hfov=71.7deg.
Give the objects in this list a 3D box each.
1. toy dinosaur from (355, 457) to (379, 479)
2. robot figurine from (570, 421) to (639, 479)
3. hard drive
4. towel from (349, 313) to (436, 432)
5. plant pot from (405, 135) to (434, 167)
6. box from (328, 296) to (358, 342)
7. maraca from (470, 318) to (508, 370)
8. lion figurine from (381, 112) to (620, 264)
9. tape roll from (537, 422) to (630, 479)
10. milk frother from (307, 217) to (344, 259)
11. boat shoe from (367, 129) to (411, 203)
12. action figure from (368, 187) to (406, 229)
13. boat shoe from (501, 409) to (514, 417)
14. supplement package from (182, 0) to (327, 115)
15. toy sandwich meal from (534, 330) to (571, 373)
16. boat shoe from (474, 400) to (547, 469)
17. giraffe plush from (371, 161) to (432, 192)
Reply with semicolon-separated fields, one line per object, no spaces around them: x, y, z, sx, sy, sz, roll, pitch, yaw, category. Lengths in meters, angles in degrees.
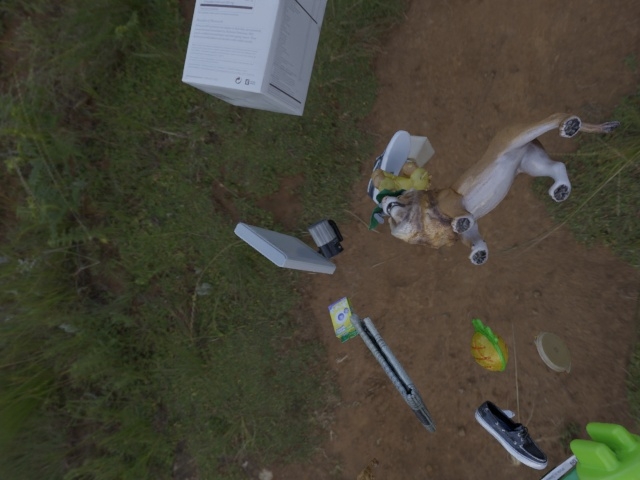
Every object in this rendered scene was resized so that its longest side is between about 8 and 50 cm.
0.130;0.735;1.356;0.064;0.211;0.112;19;96;16;toy dinosaur
0.271;0.215;0.378;0.101;0.067;0.115;-33;79;-20;robot figurine
-0.099;0.030;1.375;0.203;0.308;0.040;34;98;28;hard drive
0.221;0.386;1.319;0.056;0.312;0.324;-35;44;-3;towel
0.395;-0.365;1.848;0.109;0.109;0.096;16;74;39;plant pot
0.104;0.349;1.951;0.105;0.043;0.179;-34;51;20;box
0.496;0.310;1.312;0.099;0.127;0.185;-30;120;-12;maraca
0.302;-0.108;0.819;0.392;0.240;0.142;-36;112;13;lion figurine
0.373;0.419;0.693;0.321;0.321;0.077;-48;57;13;tape roll
0.000;0.000;1.641;0.143;0.129;0.134;-26;98;23;milk frother
0.257;-0.292;1.732;0.102;0.108;0.301;45;131;43;boat shoe
0.229;-0.110;1.371;0.064;0.232;0.137;33;119;19;action figure
0.704;0.674;1.723;0.100;0.035;0.035;-23;55;42;boat shoe
-0.084;-0.324;0.640;0.134;0.139;0.243;15;97;21;supplement package
0.432;0.210;0.829;0.085;0.086;0.029;54;143;13;toy sandwich meal
0.570;0.565;1.308;0.228;0.080;0.076;40;127;33;boat shoe
0.306;-0.203;1.573;0.171;0.181;0.210;-38;110;18;giraffe plush
